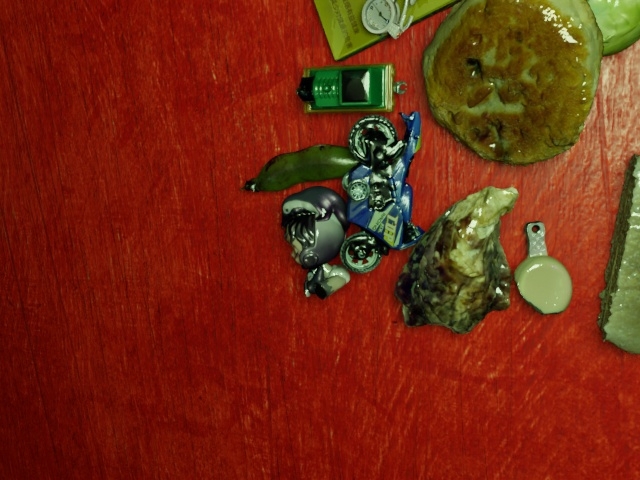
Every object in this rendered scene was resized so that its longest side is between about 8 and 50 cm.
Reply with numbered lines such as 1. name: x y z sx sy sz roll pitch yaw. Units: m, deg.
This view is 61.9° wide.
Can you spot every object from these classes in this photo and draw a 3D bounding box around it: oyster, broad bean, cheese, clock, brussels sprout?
1. oyster: 0.259 0.054 0.982 0.275 0.100 0.271 -23 114 8
2. broad bean: -0.030 -0.154 1.113 0.338 0.061 0.077 -10 105 29
3. cheese: 0.388 0.054 0.958 0.092 0.047 0.171 -27 91 8
4. clock: 0.129 -0.422 0.937 0.087 0.041 0.129 39 122 16
5. brussels sprout: 0.438 -0.347 0.793 0.122 0.149 0.152 26 130 0

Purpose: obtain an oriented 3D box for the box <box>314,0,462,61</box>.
1. box: 0.123 -0.458 0.975 0.278 0.041 0.153 -18 94 28

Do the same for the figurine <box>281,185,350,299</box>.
1. figurine: 0.000 0.000 1.097 0.145 0.145 0.222 -9 105 28

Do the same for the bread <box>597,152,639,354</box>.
1. bread: 0.558 0.026 0.846 0.183 0.102 0.338 9 107 24

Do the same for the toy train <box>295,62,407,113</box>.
1. toy train: 0.046 -0.285 1.002 0.227 0.136 0.091 6 105 22

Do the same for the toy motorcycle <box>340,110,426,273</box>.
1. toy motorcycle: 0.127 -0.086 1.013 0.168 0.113 0.316 3 105 -3

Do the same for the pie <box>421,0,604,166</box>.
1. pie: 0.295 -0.253 0.852 0.315 0.092 0.315 32 145 26
